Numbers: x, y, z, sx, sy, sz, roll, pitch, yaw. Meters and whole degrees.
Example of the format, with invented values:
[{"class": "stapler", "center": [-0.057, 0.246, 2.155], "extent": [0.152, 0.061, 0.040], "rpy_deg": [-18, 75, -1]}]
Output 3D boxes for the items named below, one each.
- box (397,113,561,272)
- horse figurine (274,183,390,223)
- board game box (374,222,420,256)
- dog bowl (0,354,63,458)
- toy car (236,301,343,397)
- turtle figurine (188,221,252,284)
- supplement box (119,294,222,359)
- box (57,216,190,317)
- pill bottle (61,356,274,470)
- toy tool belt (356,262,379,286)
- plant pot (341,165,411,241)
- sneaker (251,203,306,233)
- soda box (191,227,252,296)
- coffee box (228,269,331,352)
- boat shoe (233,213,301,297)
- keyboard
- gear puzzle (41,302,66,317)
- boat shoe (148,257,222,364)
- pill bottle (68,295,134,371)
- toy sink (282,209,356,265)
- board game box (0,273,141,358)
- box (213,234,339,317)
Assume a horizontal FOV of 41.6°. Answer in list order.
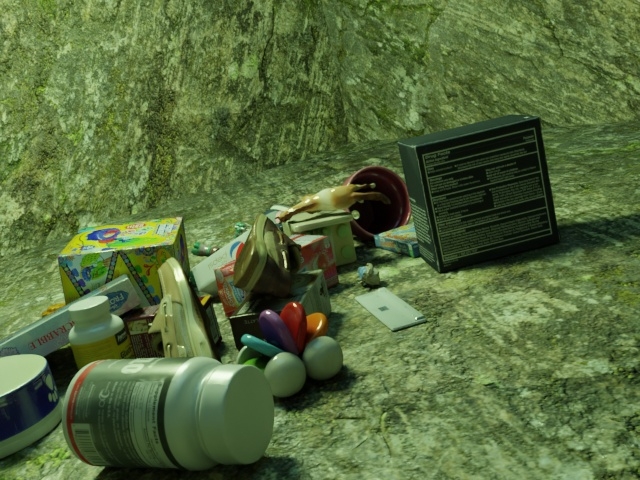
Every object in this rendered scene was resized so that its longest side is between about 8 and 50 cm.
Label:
[{"class": "box", "center": [0.361, -0.116, 1.934], "extent": [0.296, 0.294, 0.183], "rpy_deg": [-13, 13, -5]}, {"class": "horse figurine", "center": [0.035, -0.100, 2.099], "extent": [0.263, 0.066, 0.174], "rpy_deg": [-9, 4, 28]}, {"class": "board game box", "center": [0.242, -0.004, 2.146], "extent": [0.136, 0.035, 0.201], "rpy_deg": [-18, 14, -22]}, {"class": "dog bowl", "center": [-0.605, 0.304, 1.507], "extent": [0.264, 0.104, 0.265], "rpy_deg": [-12, 13, 3]}, {"class": "toy car", "center": [-0.060, 0.178, 1.441], "extent": [0.182, 0.136, 0.159], "rpy_deg": [-20, 15, -28]}, {"class": "turtle figurine", "center": [-0.234, 0.054, 2.200], "extent": [0.234, 0.118, 0.175], "rpy_deg": [-6, 55, 33]}, {"class": "supplement box", "center": [-0.308, 0.186, 1.720], "extent": [0.188, 0.104, 0.081], "rpy_deg": [-10, 13, 10]}, {"class": "box", "center": [-0.487, 0.069, 2.147], "extent": [0.279, 0.177, 0.290], "rpy_deg": [-6, 15, -4]}, {"class": "pill bottle", "center": [-0.220, 0.251, 1.229], "extent": [0.283, 0.161, 0.161], "rpy_deg": [-6, 15, 27]}, {"class": "toy tool belt", "center": [0.101, 0.077, 1.904], "extent": [0.051, 0.052, 0.083], "rpy_deg": [-6, 11, -10]}, {"class": "plant pot", "center": [0.125, -0.089, 2.317], "extent": [0.201, 0.201, 0.180], "rpy_deg": [-19, -1, -24]}, {"class": "sneaker", "center": [-0.085, -0.032, 2.481], "extent": [0.131, 0.112, 0.319], "rpy_deg": [-40, 23, -29]}, {"class": "soda box", "center": [-0.205, 0.050, 2.049], "extent": [0.216, 0.069, 0.074], "rpy_deg": [-34, -29, 19]}, {"class": "coffee box", "center": [-0.074, 0.146, 1.670], "extent": [0.141, 0.098, 0.246], "rpy_deg": [-10, 13, 14]}, {"class": "boat shoe", "center": [-0.101, 0.039, 1.724], "extent": [0.123, 0.123, 0.342], "rpy_deg": [25, 10, -9]}, {"class": "keyboard", "center": [0.137, 0.138, 1.707], "extent": [0.072, 0.014, 0.256], "rpy_deg": [-20, 14, -10]}, {"class": "gear puzzle", "center": [-0.620, 0.142, 2.334], "extent": [0.338, 0.044, 0.175], "rpy_deg": [-23, 17, -37]}, {"class": "boat shoe", "center": [-0.265, 0.159, 1.547], "extent": [0.110, 0.122, 0.341], "rpy_deg": [-25, 41, -4]}, {"class": "pill bottle", "center": [-0.407, 0.202, 1.566], "extent": [0.103, 0.184, 0.103], "rpy_deg": [-12, 13, 3]}, {"class": "toy sink", "center": [0.000, 0.000, 2.148], "extent": [0.152, 0.131, 0.234], "rpy_deg": [-13, 9, -10]}, {"class": "board game box", "center": [-0.545, 0.177, 1.817], "extent": [0.318, 0.066, 0.318], "rpy_deg": [-29, 6, -12]}, {"class": "box", "center": [-0.098, 0.081, 1.917], "extent": [0.256, 0.123, 0.128], "rpy_deg": [-24, 17, -38]}]
